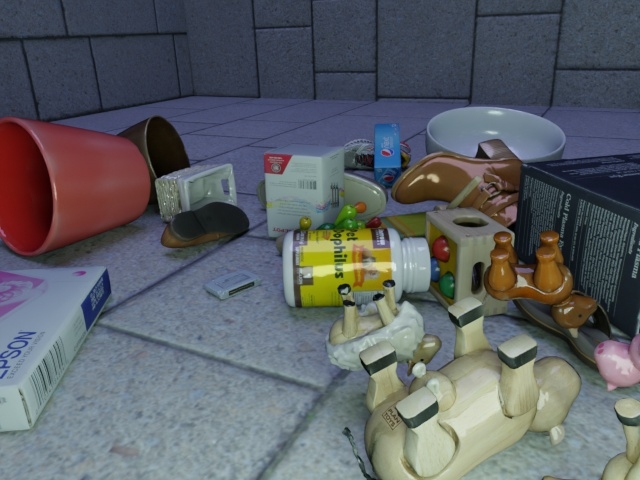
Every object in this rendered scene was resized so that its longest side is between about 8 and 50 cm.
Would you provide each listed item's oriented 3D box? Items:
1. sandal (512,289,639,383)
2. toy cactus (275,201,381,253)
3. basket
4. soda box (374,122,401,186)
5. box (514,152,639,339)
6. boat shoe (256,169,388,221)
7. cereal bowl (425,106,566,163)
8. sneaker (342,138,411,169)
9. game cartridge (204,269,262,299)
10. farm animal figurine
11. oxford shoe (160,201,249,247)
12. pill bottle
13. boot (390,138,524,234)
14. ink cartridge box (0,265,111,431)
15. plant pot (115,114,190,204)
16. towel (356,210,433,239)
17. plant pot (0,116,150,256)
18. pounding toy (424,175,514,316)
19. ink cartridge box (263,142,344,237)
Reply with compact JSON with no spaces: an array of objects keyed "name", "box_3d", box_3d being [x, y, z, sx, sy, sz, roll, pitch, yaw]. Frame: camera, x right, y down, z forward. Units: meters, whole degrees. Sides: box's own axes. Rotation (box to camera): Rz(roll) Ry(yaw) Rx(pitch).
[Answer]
[{"name":"sandal","box_3d":[0.332,0.100,0.694,0.090,0.060,0.219,9,19,-13]},{"name":"toy cactus","box_3d":[0.000,0.000,0.975,0.180,0.112,0.219,-13,9,38]},{"name":"basket","box_3d":[-0.285,-0.110,1.235,0.103,0.113,0.167,8,23,28]},{"name":"soda box","box_3d":[0.184,-0.239,1.483,0.071,0.067,0.210,-1,44,7]},{"name":"box","box_3d":[0.539,-0.016,0.834,0.343,0.179,0.312,-6,21,-9]},{"name":"boat shoe","box_3d":[0.011,-0.113,1.220,0.324,0.117,0.097,4,25,30]},{"name":"cereal bowl","box_3d":[0.432,-0.216,1.364,0.339,0.141,0.339,-2,34,1]},{"name":"sneaker","box_3d":[0.159,-0.251,1.592,0.225,0.088,0.093,-4,29,4]},{"name":"game cartridge","box_3d":[-0.147,0.072,0.894,0.083,0.017,0.056,-20,31,-39]},{"name":"farm animal figurine","box_3d":[0.182,0.151,0.485,0.326,0.172,0.330,-15,30,0]},{"name":"oxford shoe","box_3d":[-0.234,-0.028,1.093,0.076,0.076,0.212,-36,-14,37]},{"name":"pill bottle","box_3d":[0.052,0.040,0.815,0.215,0.117,0.117,-2,21,0]},{"name":"boot","box_3d":[0.309,-0.082,1.110,0.283,0.109,0.220,-16,55,-7]},{"name":"ink cartridge box","box_3d":[-0.487,0.130,0.706,0.330,0.071,0.324,-3,22,-5]},{"name":"plant pot","box_3d":[-0.475,-0.176,1.333,0.230,0.215,0.215,-12,19,12]},{"name":"towel","box_3d":[0.200,-0.028,1.117,0.237,0.021,0.102,-8,28,-17]},{"name":"plant pot","box_3d":[-0.511,-0.116,1.113,0.275,0.275,0.243,13,16,33]},{"name":"pounding toy","box_3d":[0.204,-0.008,0.837,0.094,0.181,0.206,-7,22,-11]},{"name":"ink cartridge box","box_3d":[-0.029,-0.100,1.103,0.128,0.176,0.127,8,21,22]}]
